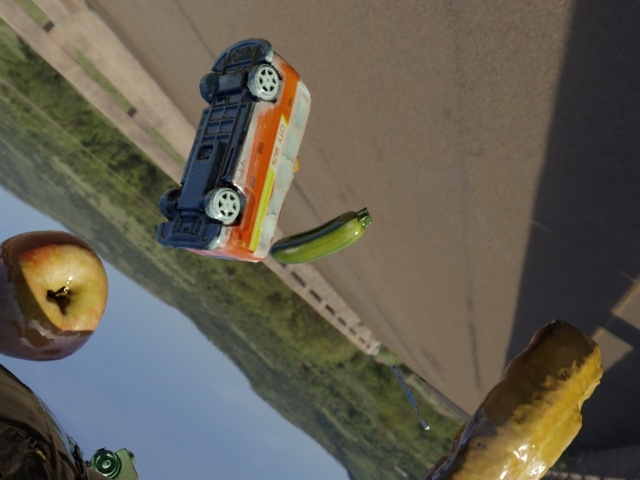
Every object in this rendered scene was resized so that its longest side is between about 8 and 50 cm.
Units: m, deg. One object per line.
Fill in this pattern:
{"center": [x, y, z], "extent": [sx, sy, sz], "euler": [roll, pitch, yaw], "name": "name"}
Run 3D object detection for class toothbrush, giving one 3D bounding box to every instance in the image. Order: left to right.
{"center": [0.187, 0.326, 1.415], "extent": [0.017, 0.014, 0.162], "euler": [36, -159, -51], "name": "toothbrush"}

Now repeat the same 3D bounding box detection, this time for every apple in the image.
{"center": [-0.438, 0.088, 1.055], "extent": [0.164, 0.210, 0.209], "euler": [-5, 139, 47], "name": "apple"}

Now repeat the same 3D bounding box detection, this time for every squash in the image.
{"center": [0.000, 0.000, 1.362], "extent": [0.258, 0.069, 0.069], "euler": [-20, 130, 34], "name": "squash"}

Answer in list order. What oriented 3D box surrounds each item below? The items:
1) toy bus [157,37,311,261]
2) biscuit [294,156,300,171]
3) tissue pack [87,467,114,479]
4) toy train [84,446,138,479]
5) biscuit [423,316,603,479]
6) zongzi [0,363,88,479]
{"center": [-0.095, -0.103, 0.816], "extent": [0.121, 0.265, 0.119], "euler": [3, 163, 44], "name": "toy bus"}
{"center": [-0.132, -0.153, 1.489], "extent": [0.170, 0.170, 0.050], "euler": [27, 129, 57], "name": "biscuit"}
{"center": [-0.327, 0.458, 0.808], "extent": [0.229, 0.236, 0.333], "euler": [30, -173, -7], "name": "tissue pack"}
{"center": [-0.572, 0.598, 1.578], "extent": [0.129, 0.326, 0.159], "euler": [-38, 72, 41], "name": "toy train"}
{"center": [0.239, 0.234, 0.811], "extent": [0.102, 0.296, 0.296], "euler": [35, 171, 26], "name": "biscuit"}
{"center": [-0.304, 0.131, 0.482], "extent": [0.317, 0.154, 0.289], "euler": [49, 156, -11], "name": "zongzi"}
